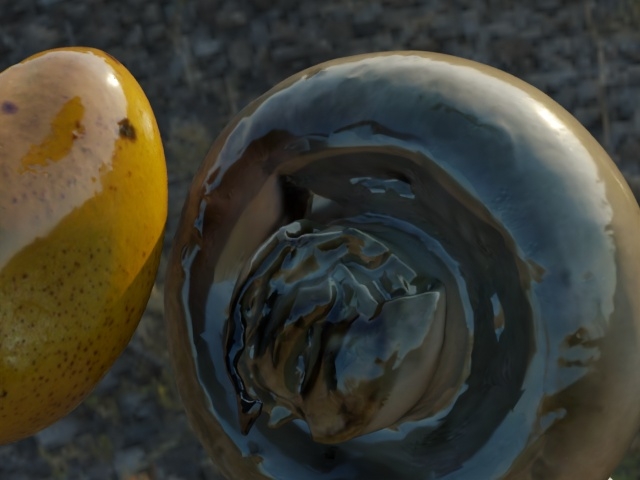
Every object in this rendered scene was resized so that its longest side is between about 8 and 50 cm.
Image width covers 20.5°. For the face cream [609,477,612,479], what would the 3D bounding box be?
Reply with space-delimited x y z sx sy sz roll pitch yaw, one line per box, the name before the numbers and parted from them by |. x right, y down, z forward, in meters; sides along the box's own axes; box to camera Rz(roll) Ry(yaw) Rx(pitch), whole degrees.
face cream | 0.184 0.320 1.698 0.201 0.201 0.187 13 29 28

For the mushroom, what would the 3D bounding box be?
mushroom | 0.046 0.052 1.202 0.362 0.362 0.294 11 12 26

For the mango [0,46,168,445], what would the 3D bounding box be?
mango | -0.195 0.009 1.114 0.160 0.191 0.290 10 63 53
